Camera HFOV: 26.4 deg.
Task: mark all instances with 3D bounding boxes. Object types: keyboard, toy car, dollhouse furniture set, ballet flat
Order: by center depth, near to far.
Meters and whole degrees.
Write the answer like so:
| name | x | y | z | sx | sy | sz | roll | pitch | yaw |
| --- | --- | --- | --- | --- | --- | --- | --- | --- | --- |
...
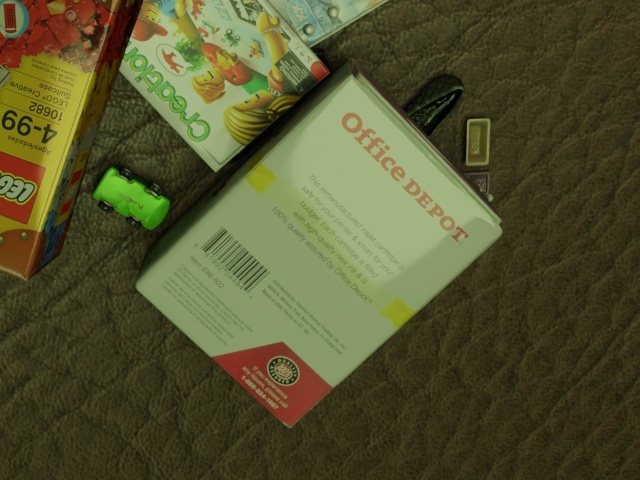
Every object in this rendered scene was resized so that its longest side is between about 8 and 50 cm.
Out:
| name | x | y | z | sx | sy | sz | roll | pitch | yaw |
| --- | --- | --- | --- | --- | --- | --- | --- | --- | --- |
| toy car | -0.298 | -0.087 | 1.748 | 0.225 | 0.053 | 0.239 | 31 | 100 | -19 |
| keyboard | -0.054 | -0.168 | 1.784 | 0.180 | 0.023 | 0.108 | -30 | 122 | -1 |
| ballet flat | 0.127 | -0.150 | 1.816 | 0.057 | 0.049 | 0.173 | 35 | 98 | -18 |
| dollhouse furniture set | 0.197 | -0.102 | 1.829 | 0.091 | 0.081 | 0.114 | -3 | 108 | -11 |

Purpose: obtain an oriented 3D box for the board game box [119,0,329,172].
| name | x | y | z | sx | sy | sz | roll | pitch | yaw |
| --- | --- | --- | --- | --- | --- | --- | --- | --- | --- |
| board game box | -0.159 | -0.257 | 1.667 | 0.193 | 0.053 | 0.305 | -41 | 110 | 6 |

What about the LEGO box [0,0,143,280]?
| name | x | y | z | sx | sy | sz | roll | pitch | yaw |
| --- | --- | --- | --- | --- | --- | --- | --- | --- | --- |
| LEGO box | -0.484 | -0.224 | 1.521 | 0.500 | 0.193 | 0.372 | 20 | 99 | -1 |

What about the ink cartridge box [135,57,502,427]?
| name | x | y | z | sx | sy | sz | roll | pitch | yaw |
| --- | --- | --- | --- | --- | --- | --- | --- | --- | --- |
| ink cartridge box | 0.000 | 0.000 | 1.742 | 0.385 | 0.160 | 0.279 | -43 | 102 | 11 |

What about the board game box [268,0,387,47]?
| name | x | y | z | sx | sy | sz | roll | pitch | yaw |
| --- | --- | --- | --- | --- | --- | --- | --- | --- | --- |
| board game box | -0.095 | -0.407 | 1.689 | 0.390 | 0.050 | 0.390 | -31 | 111 | -1 |
